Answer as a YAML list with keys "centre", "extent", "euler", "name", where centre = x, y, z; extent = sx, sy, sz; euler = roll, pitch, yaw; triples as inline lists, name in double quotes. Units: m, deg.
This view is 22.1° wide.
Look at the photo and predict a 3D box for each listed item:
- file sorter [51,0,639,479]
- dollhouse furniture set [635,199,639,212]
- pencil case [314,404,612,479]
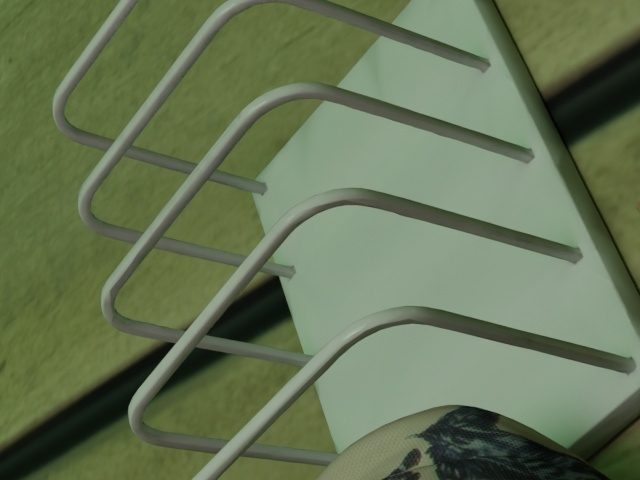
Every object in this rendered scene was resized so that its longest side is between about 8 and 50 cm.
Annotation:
- centre: [0.000, 0.000, 0.795]
  extent: [0.193, 0.173, 0.277]
  euler: [-48, 46, 32]
  name: "file sorter"
- centre: [0.245, 0.043, 0.537]
  extent: [0.212, 0.161, 0.242]
  euler: [-47, 67, 32]
  name: "dollhouse furniture set"
- centre: [0.076, 0.193, 0.529]
  extent: [0.410, 0.160, 0.183]
  euler: [-118, 48, -75]
  name: "pencil case"
